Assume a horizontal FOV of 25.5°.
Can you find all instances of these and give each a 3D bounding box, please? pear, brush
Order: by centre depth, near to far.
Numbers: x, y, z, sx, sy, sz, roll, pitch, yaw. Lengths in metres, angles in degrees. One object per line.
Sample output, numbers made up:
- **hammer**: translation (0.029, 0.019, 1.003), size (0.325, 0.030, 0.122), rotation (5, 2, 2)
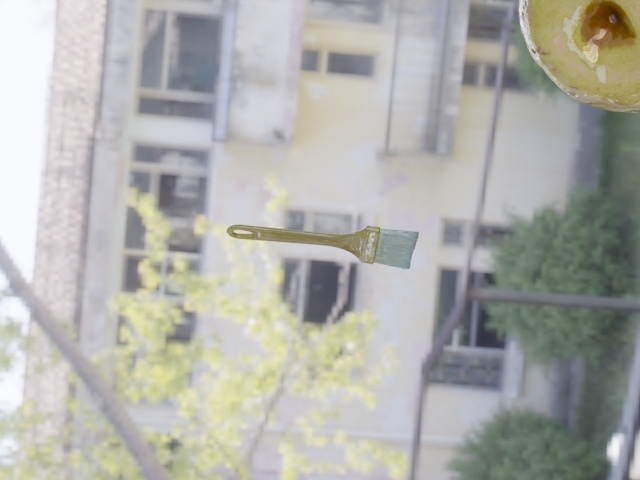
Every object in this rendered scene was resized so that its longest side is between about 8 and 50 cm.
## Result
- **pear**: translation (0.228, -0.176, 0.993), size (0.178, 0.178, 0.178), rotation (-176, 90, -84)
- **brush**: translation (0.000, 0.000, 1.524), size (0.083, 0.205, 0.011), rotation (96, 180, -64)
